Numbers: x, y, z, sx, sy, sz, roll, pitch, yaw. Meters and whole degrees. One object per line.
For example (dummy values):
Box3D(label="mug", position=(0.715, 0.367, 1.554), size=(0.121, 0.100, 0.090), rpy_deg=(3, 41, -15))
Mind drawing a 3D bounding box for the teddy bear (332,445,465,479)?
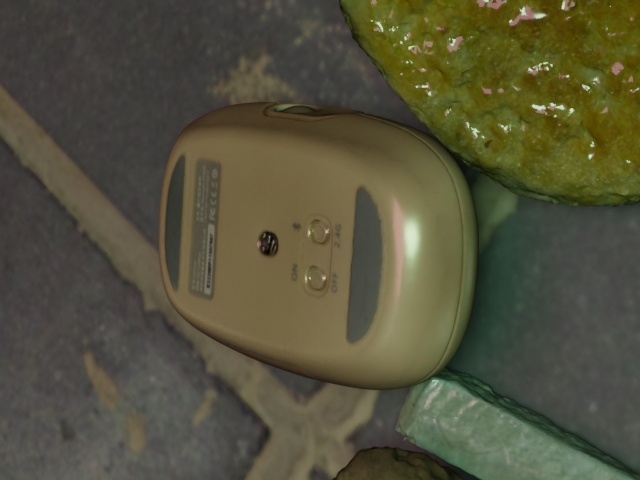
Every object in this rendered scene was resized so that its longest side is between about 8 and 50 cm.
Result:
Box3D(label="teddy bear", position=(0.042, 0.224, 0.947), size=(0.190, 0.140, 0.177), rpy_deg=(-51, 36, 30))

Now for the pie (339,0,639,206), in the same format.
Box3D(label="pie", position=(0.129, -0.140, 0.869), size=(0.277, 0.078, 0.277), rpy_deg=(9, 122, 15))

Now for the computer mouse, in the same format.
Box3D(label="computer mouse", position=(0.000, 0.000, 1.003), size=(0.236, 0.082, 0.145), rpy_deg=(10, 101, 51))

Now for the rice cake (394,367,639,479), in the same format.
Box3D(label="rice cake", position=(0.139, 0.130, 0.929), size=(0.245, 0.042, 0.045), rpy_deg=(28, 99, 34))
